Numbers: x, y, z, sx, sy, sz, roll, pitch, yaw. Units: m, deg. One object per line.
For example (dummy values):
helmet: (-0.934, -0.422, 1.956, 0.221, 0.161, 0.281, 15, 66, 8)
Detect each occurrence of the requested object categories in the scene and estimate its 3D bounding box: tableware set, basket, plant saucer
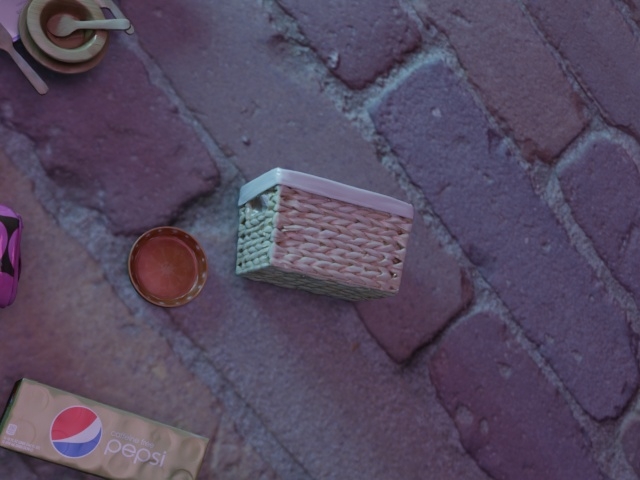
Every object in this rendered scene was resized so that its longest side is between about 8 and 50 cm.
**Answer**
tableware set: (-0.275, -0.247, 0.761, 0.194, 0.039, 0.128, 50, 62, -10)
basket: (0.000, 0.000, 0.857, 0.167, 0.113, 0.103, 15, 75, -24)
plant saucer: (-0.156, 0.027, 0.822, 0.083, 0.013, 0.083, 7, 75, -26)

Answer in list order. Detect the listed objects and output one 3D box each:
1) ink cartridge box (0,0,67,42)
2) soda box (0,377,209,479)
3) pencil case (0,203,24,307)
ink cartridge box: (-0.297, -0.324, 0.813, 0.206, 0.045, 0.208, -41, 98, -28)
soda box: (-0.199, 0.184, 0.736, 0.181, 0.058, 0.061, 24, 68, -20)
pencil case: (-0.360, -0.004, 0.679, 0.209, 0.095, 0.098, 13, 72, -27)
